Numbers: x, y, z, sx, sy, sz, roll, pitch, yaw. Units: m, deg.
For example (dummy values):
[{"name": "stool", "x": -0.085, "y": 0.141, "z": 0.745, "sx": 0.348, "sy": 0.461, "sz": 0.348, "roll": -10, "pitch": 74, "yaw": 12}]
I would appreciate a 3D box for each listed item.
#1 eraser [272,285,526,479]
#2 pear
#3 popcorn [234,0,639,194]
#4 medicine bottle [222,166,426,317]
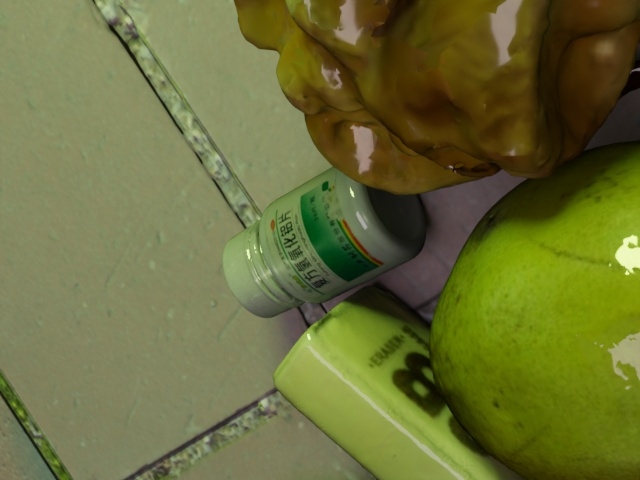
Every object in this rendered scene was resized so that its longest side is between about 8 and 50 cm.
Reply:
[{"name": "eraser", "x": 0.065, "y": 0.112, "z": 0.744, "sx": 0.172, "sy": 0.117, "sz": 0.058, "roll": 40, "pitch": 121, "yaw": 11}, {"name": "pear", "x": 0.176, "y": 0.049, "z": 0.609, "sx": 0.269, "sy": 0.212, "sz": 0.212, "roll": -20, "pitch": 97, "yaw": 48}, {"name": "popcorn", "x": 0.066, "y": -0.182, "z": 0.567, "sx": 0.297, "sy": 0.281, "sz": 0.316, "roll": -24, "pitch": 82, "yaw": 49}, {"name": "medicine bottle", "x": 0.000, "y": 0.000, "z": 0.763, "sx": 0.130, "sy": 0.080, "sz": 0.080, "roll": -28, "pitch": 92, "yaw": 32}]
